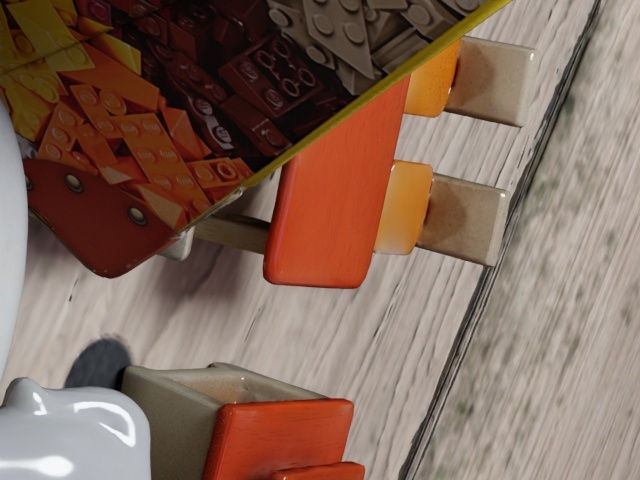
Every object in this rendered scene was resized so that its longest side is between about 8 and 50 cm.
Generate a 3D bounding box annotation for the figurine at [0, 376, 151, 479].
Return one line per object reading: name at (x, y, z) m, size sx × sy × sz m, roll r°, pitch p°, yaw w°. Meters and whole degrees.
figurine at (-0.180, 0.141, 0.712) m, size 0.209 × 0.092 × 0.214 m, roll 23°, pitch 83°, yaw -51°

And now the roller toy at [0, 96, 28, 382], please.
roller toy at (-0.190, 0.010, 0.528) m, size 0.146 × 0.209 × 0.191 m, roll 21°, pitch 72°, yaw -40°

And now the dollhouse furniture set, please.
dollhouse furniture set at (0.000, 0.000, 0.856) m, size 0.262 × 0.135 × 0.259 m, roll 3°, pitch 100°, yaw -55°

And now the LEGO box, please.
LEGO box at (0.078, -0.257, 0.624) m, size 0.193 × 0.372 × 0.500 m, roll 46°, pitch 56°, yaw -8°
